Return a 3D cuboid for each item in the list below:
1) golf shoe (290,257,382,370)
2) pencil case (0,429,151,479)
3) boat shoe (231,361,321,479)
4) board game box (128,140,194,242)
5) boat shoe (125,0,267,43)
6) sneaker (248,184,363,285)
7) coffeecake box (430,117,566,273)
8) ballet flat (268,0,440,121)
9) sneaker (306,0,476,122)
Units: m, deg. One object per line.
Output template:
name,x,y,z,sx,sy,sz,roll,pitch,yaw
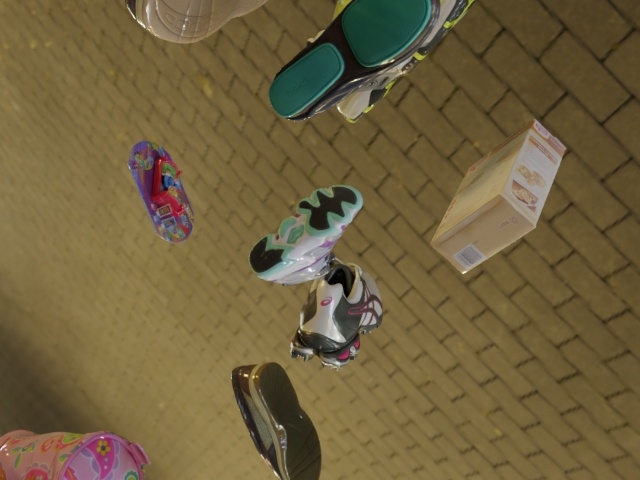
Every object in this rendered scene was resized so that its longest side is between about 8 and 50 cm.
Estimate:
golf shoe,0.037,0.076,1.359,0.105,0.273,0.120,12,110,7
pencil case,-0.323,0.296,1.218,0.284,0.124,0.124,-15,113,50
boat shoe,-0.063,0.261,1.357,0.073,0.080,0.224,5,125,39
board game box,-0.233,-0.081,1.516,0.033,0.133,0.169,-19,96,22
boat shoe,-0.139,-0.299,1.105,0.092,0.285,0.103,27,124,16
sneaker,0.000,0.000,0.724,0.069,0.098,0.038,33,-153,-56
coffeecake box,0.244,-0.062,1.331,0.068,0.185,0.142,41,135,-9
ballet flat,0.037,-0.169,0.858,0.203,0.074,0.074,-30,100,40
sneaker,0.097,-0.309,1.361,0.147,0.145,0.384,46,140,-3
